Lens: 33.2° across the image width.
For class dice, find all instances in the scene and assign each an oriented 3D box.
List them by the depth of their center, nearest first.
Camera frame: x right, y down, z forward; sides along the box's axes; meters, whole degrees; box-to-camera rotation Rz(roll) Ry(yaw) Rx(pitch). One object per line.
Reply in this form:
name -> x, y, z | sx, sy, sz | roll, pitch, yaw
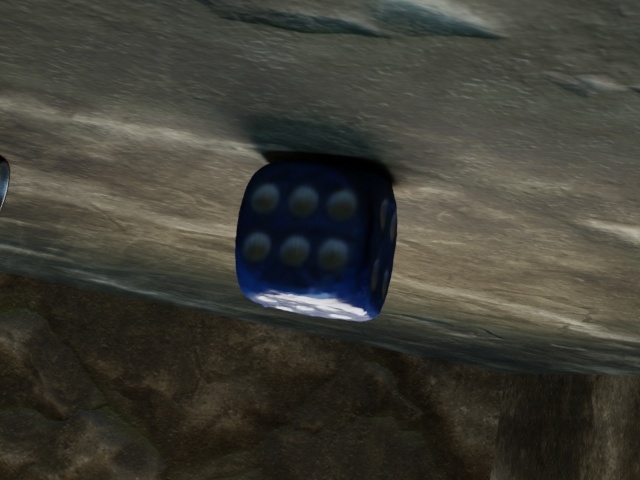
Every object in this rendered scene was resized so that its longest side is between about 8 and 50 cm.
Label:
dice -> 0.000, 0.000, 1.090 | 0.143, 0.147, 0.146 | 5, 169, 17

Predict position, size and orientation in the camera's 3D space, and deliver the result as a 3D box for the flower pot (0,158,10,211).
flower pot -> -0.467, -0.047, 1.331 | 0.106, 0.157, 0.157 | 23, 170, -1
